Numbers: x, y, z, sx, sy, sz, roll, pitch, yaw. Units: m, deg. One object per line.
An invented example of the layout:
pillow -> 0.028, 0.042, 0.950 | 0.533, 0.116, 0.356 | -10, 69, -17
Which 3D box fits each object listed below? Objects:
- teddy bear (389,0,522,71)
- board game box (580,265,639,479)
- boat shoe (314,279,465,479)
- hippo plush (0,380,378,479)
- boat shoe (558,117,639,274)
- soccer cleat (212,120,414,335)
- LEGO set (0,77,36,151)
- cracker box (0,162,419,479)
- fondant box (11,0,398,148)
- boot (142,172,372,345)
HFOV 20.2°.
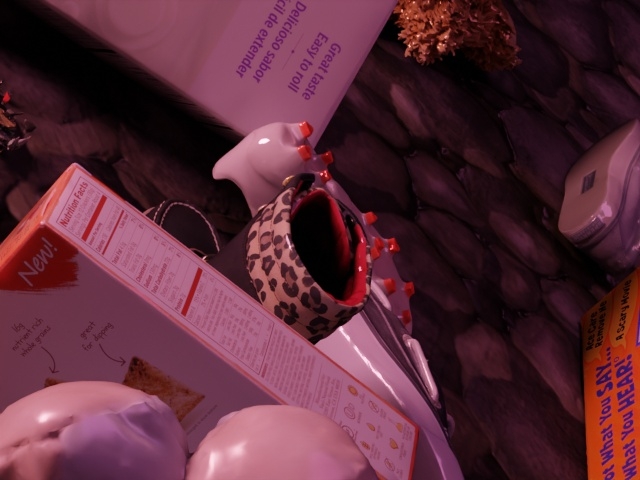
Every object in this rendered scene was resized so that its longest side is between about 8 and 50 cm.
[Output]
teddy bear -> 0.066, -0.255, 1.678 | 0.245, 0.113, 0.338 | 61, 23, 15
board game box -> 0.450, 0.150, 1.361 | 0.356, 0.356, 0.356 | 37, 29, -16
boat shoe -> 0.037, 0.115, 1.123 | 0.102, 0.108, 0.301 | 14, 34, -43
hippo plush -> -0.086, 0.223, 0.753 | 0.294, 0.234, 0.236 | 77, 16, -52
boat shoe -> 0.282, -0.038, 1.701 | 0.081, 0.079, 0.227 | 50, 31, -12
soccer cleat -> 0.000, 0.000, 1.267 | 0.196, 0.076, 0.068 | 55, 23, -26
LEGO set -> -0.208, -0.079, 1.135 | 0.054, 0.023, 0.083 | 35, 16, -24
cracker box -> -0.087, 0.092, 0.918 | 0.232, 0.156, 0.067 | 38, 29, -13
fondant box -> -0.098, -0.236, 1.256 | 0.330, 0.238, 0.096 | 33, -7, -24
boot -> -0.046, 0.020, 1.045 | 0.085, 0.178, 0.236 | 33, 31, -23
